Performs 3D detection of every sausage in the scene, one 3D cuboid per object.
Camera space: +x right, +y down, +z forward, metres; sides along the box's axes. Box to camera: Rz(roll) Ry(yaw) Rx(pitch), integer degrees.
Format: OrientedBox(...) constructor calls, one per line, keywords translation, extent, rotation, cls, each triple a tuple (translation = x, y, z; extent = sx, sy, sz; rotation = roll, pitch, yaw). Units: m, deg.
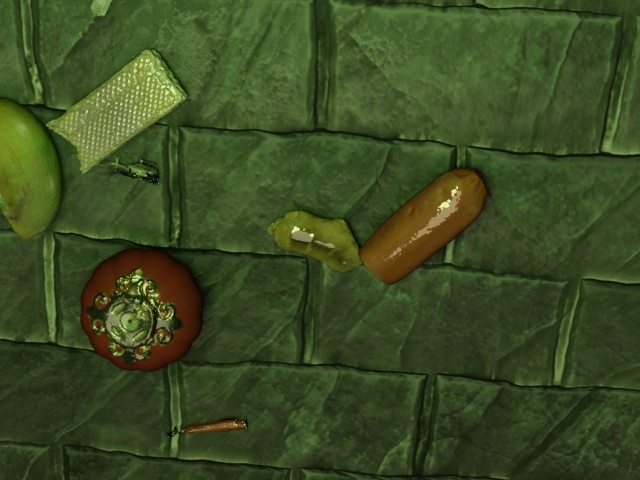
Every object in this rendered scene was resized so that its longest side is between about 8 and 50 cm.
OrientedBox(translation=(0.187, -0.030, 1.899), extent=(0.113, 0.114, 0.259), rotation=(41, 112, -18), cls="sausage")

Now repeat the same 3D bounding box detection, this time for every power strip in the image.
OrientedBox(translation=(-0.352, -0.408, 1.775), extent=(0.027, 0.017, 0.083), rotation=(28, 115, -13), cls="power strip")

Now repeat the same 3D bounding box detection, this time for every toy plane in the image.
OrientedBox(translation=(-0.331, -0.124, 1.906), extent=(0.120, 0.049, 0.031), rotation=(18, 118, 12), cls="toy plane")

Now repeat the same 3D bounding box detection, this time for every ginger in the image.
OrientedBox(translation=(-0.001, 0.001, 1.947), extent=(0.190, 0.069, 0.095), rotation=(19, 138, -9), cls="ginger")

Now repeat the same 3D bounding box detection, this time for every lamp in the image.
OrientedBox(translation=(-0.321, 0.124, 1.950), extent=(0.226, 0.227, 0.227), rotation=(1, 117, 2), cls="lamp")

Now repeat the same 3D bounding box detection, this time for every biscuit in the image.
OrientedBox(translation=(-0.347, -0.222, 1.841), extent=(0.238, 0.062, 0.108), rotation=(-33, 97, 16), cls="biscuit")

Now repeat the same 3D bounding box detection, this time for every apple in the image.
OrientedBox(translation=(-0.512, -0.121, 1.842), extent=(0.120, 0.193, 0.265), rotation=(-18, 113, 0), cls="apple")

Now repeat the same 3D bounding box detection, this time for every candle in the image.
OrientedBox(translation=(-0.230, 0.378, 2.178), extent=(0.167, 0.021, 0.026), rotation=(-8, 91, 8), cls="candle")
